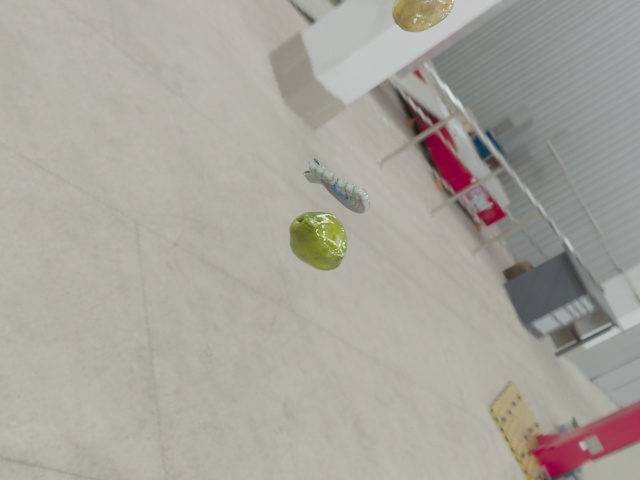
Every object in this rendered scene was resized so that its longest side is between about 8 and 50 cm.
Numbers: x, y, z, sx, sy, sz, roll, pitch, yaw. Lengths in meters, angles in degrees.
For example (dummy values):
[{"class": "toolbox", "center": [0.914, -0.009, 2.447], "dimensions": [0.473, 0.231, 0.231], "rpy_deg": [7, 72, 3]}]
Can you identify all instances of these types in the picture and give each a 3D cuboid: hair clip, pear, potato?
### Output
[{"class": "hair clip", "center": [0.047, -0.126, 1.796], "dimensions": [0.220, 0.054, 0.140], "rpy_deg": [34, -15, 37]}, {"class": "pear", "center": [0.000, 0.000, 1.172], "dimensions": [0.097, 0.092, 0.092], "rpy_deg": [57, 18, -30]}, {"class": "potato", "center": [0.127, -0.298, 0.970], "dimensions": [0.068, 0.083, 0.062], "rpy_deg": [39, -2, 32]}]
